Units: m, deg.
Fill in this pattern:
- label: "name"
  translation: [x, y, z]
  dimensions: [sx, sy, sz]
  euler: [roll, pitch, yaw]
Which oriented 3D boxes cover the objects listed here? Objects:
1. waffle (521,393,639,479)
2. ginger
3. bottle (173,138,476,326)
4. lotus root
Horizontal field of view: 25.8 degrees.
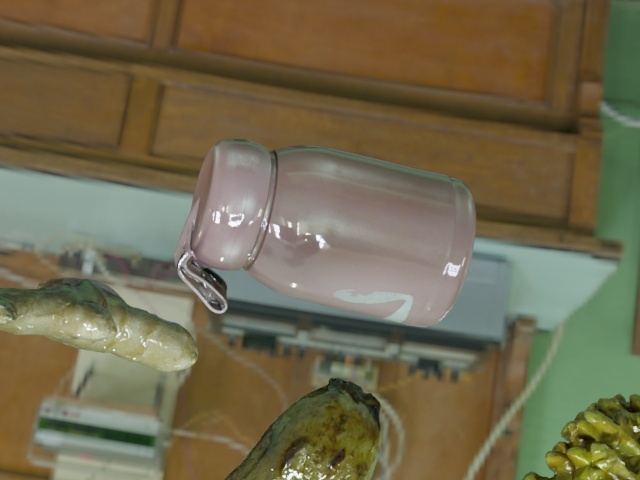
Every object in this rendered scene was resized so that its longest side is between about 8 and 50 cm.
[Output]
- label: "waffle"
  translation: [0.239, 0.201, 0.996]
  dimensions: [0.197, 0.193, 0.070]
  euler: [-18, 171, -45]
- label: "ginger"
  translation: [-0.273, 0.084, 1.514]
  dimensions: [0.148, 0.081, 0.333]
  euler: [38, -168, 33]
- label: "bottle"
  translation: [0.000, 0.000, 1.518]
  dimensions: [0.296, 0.206, 0.173]
  euler: [13, -160, -15]
- label: "lotus root"
  translation: [-0.037, 0.229, 1.203]
  dimensions: [0.110, 0.258, 0.097]
  euler: [29, -160, -34]
